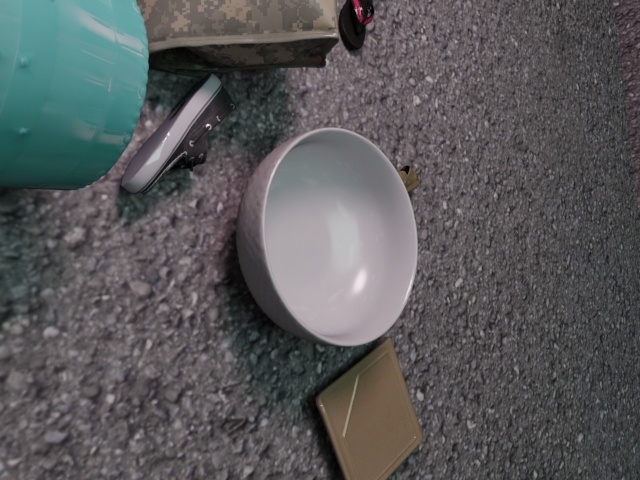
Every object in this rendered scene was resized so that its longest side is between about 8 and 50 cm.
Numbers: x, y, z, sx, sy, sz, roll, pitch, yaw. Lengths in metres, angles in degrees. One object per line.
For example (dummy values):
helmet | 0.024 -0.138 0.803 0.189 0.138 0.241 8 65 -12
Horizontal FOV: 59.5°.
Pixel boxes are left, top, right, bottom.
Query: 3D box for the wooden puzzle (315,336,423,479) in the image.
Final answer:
wooden puzzle | 0.091 0.323 1.014 0.239 0.044 0.220 -29 104 -46

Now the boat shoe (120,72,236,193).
boat shoe | -0.188 -0.138 0.784 0.076 0.080 0.228 46 49 -28

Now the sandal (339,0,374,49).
sandal | 0.080 -0.458 1.098 0.067 0.040 0.179 28 66 -38

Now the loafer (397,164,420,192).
loafer | 0.147 -0.108 1.112 0.148 0.056 0.050 -38 110 -50

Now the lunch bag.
lunch bag | -0.131 -0.366 0.788 0.287 0.169 0.235 -5 92 -9

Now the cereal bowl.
cereal bowl | 0.000 0.000 0.895 0.339 0.141 0.338 7 79 -43

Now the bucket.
bucket | -0.313 -0.174 0.528 0.183 0.282 0.280 2 83 -58
